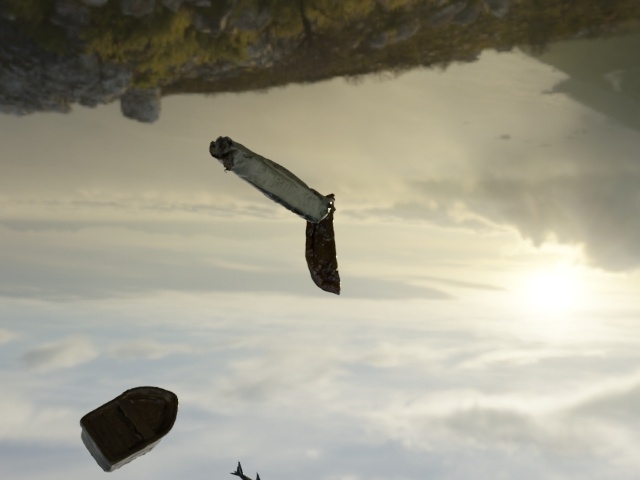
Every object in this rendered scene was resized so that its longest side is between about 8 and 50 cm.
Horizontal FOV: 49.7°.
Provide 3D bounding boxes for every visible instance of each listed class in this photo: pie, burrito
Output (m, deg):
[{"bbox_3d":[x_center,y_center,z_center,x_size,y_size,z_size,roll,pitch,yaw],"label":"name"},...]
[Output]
[{"bbox_3d":[-0.001,0.001,1.240,0.033,0.191,0.088,-12,164,35],"label":"pie"},{"bbox_3d":[-0.058,-0.074,0.868,0.185,0.045,0.041,33,-167,-36],"label":"burrito"}]

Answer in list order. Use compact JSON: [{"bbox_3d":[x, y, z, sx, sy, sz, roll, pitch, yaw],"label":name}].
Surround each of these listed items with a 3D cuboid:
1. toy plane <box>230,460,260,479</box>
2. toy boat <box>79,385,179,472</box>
[{"bbox_3d":[-0.102,0.378,1.067,0.024,0.084,0.078,-46,177,-44],"label":"toy plane"},{"bbox_3d":[-0.349,0.344,1.293,0.188,0.116,0.061,-24,154,-47],"label":"toy boat"}]
